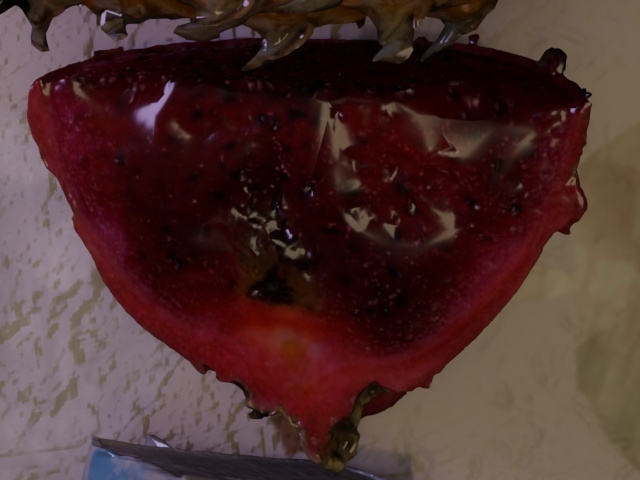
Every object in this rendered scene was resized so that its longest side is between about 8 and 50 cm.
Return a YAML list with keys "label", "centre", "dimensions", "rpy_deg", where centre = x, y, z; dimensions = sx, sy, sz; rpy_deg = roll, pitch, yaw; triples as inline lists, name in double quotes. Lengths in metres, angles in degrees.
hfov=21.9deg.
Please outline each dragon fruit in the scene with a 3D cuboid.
- label: "dragon fruit"
  centre: [0.000, 0.000, 0.815]
  dimensions: [0.262, 0.134, 0.212]
  rpy_deg: [7, 103, 12]

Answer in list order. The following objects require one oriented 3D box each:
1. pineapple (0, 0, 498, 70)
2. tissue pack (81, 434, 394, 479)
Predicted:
- label: "pineapple"
  centre: [-0.006, -0.243, 0.685]
  dimensions: [0.300, 0.352, 0.352]
  rpy_deg: [-2, 91, 5]
- label: "tissue pack"
  centre: [-0.060, 0.217, 0.814]
  dimensions: [0.159, 0.145, 0.229]
  rpy_deg: [10, 92, -36]
